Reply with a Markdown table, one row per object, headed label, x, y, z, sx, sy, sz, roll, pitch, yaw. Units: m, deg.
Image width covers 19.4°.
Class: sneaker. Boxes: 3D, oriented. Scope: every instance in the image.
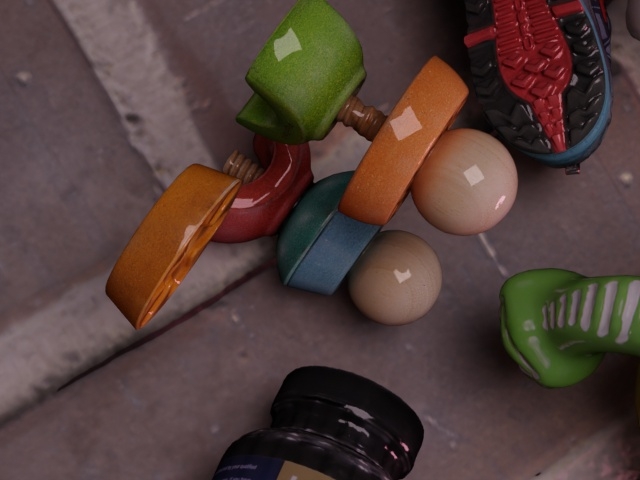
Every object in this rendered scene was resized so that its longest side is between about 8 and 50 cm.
| label | x | y | z | sx | sy | sz | roll | pitch | yaw |
| --- | --- | --- | --- | --- | --- | --- | --- | --- | --- |
| sneaker | 0.135 | -0.166 | 1.224 | 0.104 | 0.125 | 0.262 | -7 | 74 | 15 |

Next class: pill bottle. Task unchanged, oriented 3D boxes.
| label | x | y | z | sx | sy | sz | roll | pitch | yaw |
| --- | --- | --- | --- | --- | --- | --- | --- | --- | --- |
| pill bottle | -0.020 | 0.188 | 1.093 | 0.123 | 0.123 | 0.219 | 30 | 61 | -9 |

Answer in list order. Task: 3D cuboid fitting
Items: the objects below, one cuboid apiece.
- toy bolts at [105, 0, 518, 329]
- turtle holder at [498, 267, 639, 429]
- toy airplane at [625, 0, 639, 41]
| label | x | y | z | sx | sy | sz | roll | pitch | yaw |
| --- | --- | --- | --- | --- | --- | --- | --- | --- | --- |
| toy bolts | 0.000 | 0.000 | 1.088 | 0.158 | 0.228 | 0.218 | 35 | 78 | 3 |
| turtle holder | 0.287 | 0.103 | 1.150 | 0.320 | 0.227 | 0.243 | -13 | 85 | -17 |
| toy airplane | 0.344 | -0.234 | 1.175 | 0.386 | 0.272 | 0.384 | -38 | 115 | 15 |
